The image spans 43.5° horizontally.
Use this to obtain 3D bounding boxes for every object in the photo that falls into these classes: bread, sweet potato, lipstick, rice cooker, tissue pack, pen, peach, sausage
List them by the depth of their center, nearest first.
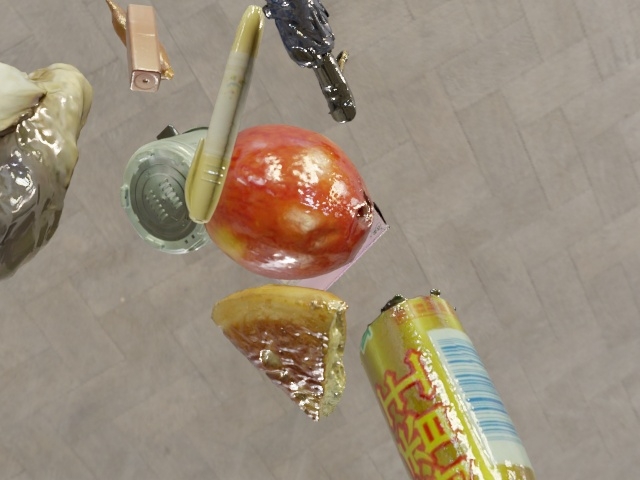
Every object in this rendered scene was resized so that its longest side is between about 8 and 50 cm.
[{"bbox_3d":[-0.039,0.083,0.722,0.136,0.054,0.154,21,133,21],"label":"bread"},{"bbox_3d":[0.133,0.207,0.784,0.117,0.317,0.125,-2,135,-20],"label":"sausage"},{"bbox_3d":[-0.101,-0.132,0.830,0.040,0.032,0.233,14,89,-14],"label":"pen"},{"bbox_3d":[-0.267,-0.290,1.205,0.045,0.145,0.045,1,145,-19],"label":"lipstick"},{"bbox_3d":[-0.045,-0.058,1.260,0.281,0.281,0.238,8,101,-17],"label":"peach"},{"bbox_3d":[-0.306,-0.336,1.335,0.056,0.056,0.195,-42,79,4],"label":"sweet potato"},{"bbox_3d":[-0.252,-0.101,1.601,0.241,0.227,0.280,-39,86,30],"label":"rice cooker"},{"bbox_3d":[0.000,0.000,1.652,0.246,0.148,0.092,-44,132,-7],"label":"tissue pack"}]

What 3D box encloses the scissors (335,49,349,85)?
[{"bbox_3d":[0.037,-0.302,1.517,0.017,0.220,0.088,28,110,-18],"label":"scissors"}]

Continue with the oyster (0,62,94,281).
[{"bbox_3d":[-0.217,-0.018,0.391,0.110,0.341,0.166,31,101,8],"label":"oyster"}]

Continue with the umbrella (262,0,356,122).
[{"bbox_3d":[-0.026,-0.221,0.798,0.071,0.071,0.248,-31,131,-1],"label":"umbrella"}]
